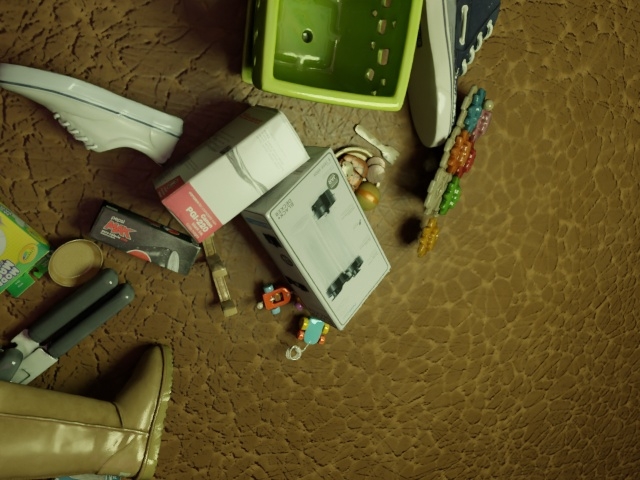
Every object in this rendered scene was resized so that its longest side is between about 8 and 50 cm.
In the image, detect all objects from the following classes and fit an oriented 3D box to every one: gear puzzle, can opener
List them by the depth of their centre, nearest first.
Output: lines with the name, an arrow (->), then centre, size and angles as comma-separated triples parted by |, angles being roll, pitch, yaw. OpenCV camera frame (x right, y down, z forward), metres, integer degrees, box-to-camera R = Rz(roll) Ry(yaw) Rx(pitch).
can opener -> -0.429, 0.162, 0.779 | 0.283, 0.095, 0.076 | -38, 117, -1
gear puzzle -> 0.262, -0.120, 0.954 | 0.175, 0.044, 0.339 | 3, 110, -65

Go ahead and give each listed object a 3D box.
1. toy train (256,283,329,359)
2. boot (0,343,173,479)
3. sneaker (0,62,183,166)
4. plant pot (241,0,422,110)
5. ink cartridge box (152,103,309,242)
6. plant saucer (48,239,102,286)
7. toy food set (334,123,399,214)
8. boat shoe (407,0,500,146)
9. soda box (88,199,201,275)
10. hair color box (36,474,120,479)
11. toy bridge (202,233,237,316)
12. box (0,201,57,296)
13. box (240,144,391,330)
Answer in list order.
toy train -> -0.053, 0.144, 0.961 | 0.125, 0.046, 0.166 | -24, 110, -13
boot -> -0.378, 0.249, 0.760 | 0.269, 0.236, 0.089 | 21, 137, -30
sneaker -> -0.335, -0.178, 0.716 | 0.258, 0.094, 0.091 | 16, 95, -26
plant pot -> 0.000, -0.327, 0.745 | 0.227, 0.207, 0.228 | 2, 105, -23
ink cartridge box -> -0.146, -0.114, 0.777 | 0.218, 0.158, 0.092 | -40, 119, -6
plant saucer -> -0.396, 0.034, 0.787 | 0.083, 0.015, 0.084 | -28, 132, -36
toy food set -> 0.068, -0.114, 0.932 | 0.132, 0.038, 0.192 | 31, 93, -27
boat shoe -> 0.248, -0.349, 0.883 | 0.158, 0.127, 0.341 | -12, 110, -12
soda box -> -0.289, -0.003, 0.811 | 0.168, 0.053, 0.060 | 26, 95, -26
hair color box -> -0.459, 0.499, 0.828 | 0.105, 0.174, 0.347 | 26, 94, -25
toy bridge -> -0.185, 0.043, 0.860 | 0.026, 0.063, 0.188 | -19, 122, -15
box -> -0.498, 0.002, 0.734 | 0.105, 0.043, 0.179 | -43, 118, -5
box -> 0.000, 0.000, 0.857 | 0.169, 0.087, 0.290 | -49, 128, -23
